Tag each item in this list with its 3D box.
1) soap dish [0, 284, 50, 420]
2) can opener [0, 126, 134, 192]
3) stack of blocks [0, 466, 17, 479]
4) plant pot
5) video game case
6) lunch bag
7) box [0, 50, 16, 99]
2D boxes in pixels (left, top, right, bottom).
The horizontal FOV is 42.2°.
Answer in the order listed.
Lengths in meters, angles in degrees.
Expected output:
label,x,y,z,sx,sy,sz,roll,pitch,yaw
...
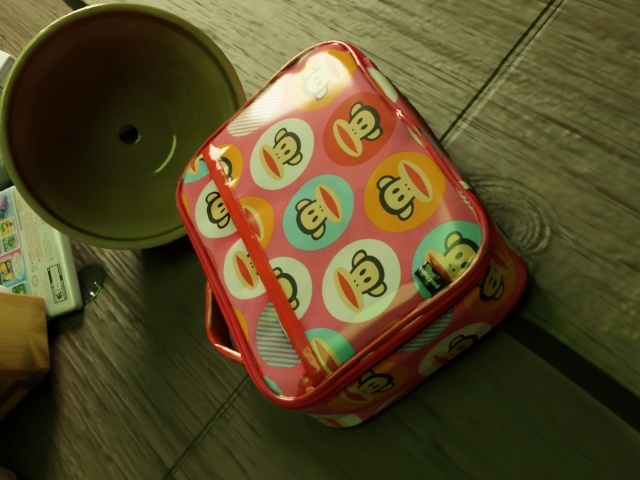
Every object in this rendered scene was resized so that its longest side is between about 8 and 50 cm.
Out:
label,x,y,z,sx,sy,sz,roll,pitch,yaw
soap dish,-0.421,0.163,0.793,0.291,0.229,0.118,-44,70,10
can opener,-0.306,-0.119,0.965,0.280,0.074,0.093,-39,51,8
stack of blocks,-0.385,0.334,0.731,0.297,0.087,0.171,-59,28,-9
plant pot,-0.194,-0.111,0.842,0.237,0.237,0.110,-54,11,-4
video game case,-0.336,0.020,0.916,0.143,0.019,0.157,-20,78,22
lunch bag,0.000,0.000,0.699,0.258,0.120,0.293,-40,52,13
box,-0.484,-0.099,1.070,0.067,0.063,0.324,24,80,36
